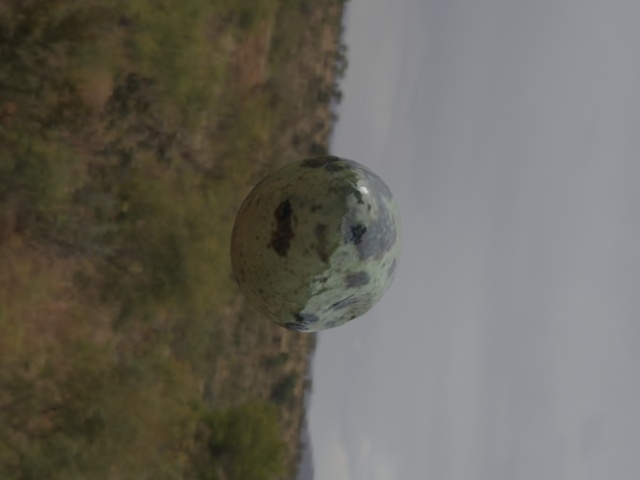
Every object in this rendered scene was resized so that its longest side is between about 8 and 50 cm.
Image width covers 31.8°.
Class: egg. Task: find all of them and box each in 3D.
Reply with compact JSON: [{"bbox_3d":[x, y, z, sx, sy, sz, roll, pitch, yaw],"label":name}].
[{"bbox_3d":[0.000,0.000,0.930,0.181,0.141,0.141,130,-30,-58],"label":"egg"}]
